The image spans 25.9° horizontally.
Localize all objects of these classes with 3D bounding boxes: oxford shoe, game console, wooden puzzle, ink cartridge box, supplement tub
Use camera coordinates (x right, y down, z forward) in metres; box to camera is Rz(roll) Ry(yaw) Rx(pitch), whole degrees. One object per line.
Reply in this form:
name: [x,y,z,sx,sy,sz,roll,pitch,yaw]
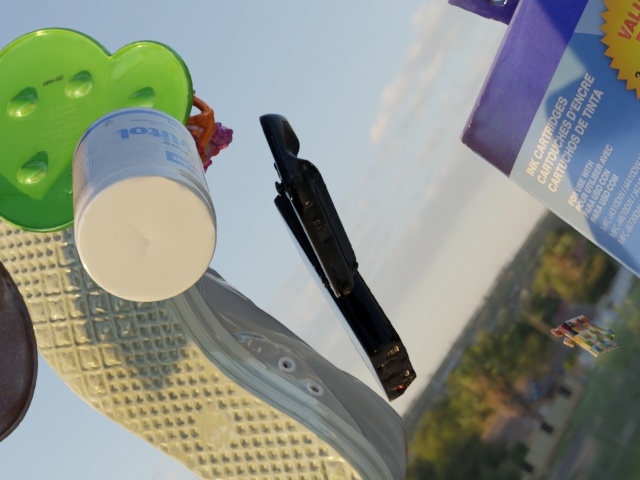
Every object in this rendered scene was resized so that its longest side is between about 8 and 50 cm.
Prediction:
oxford shoe: [-0.106,0.095,1.206,0.169,0.449,0.130,-58,-12,29]
game console: [0.000,0.000,1.316,0.044,0.213,0.361,-30,-33,-4]
wooden puzzle: [0.264,0.093,1.368,0.083,0.049,0.006,-13,-47,-51]
ink cartridge box: [0.278,-0.114,0.999,0.151,0.395,0.270,-33,-26,-38]
supplement tub: [-0.092,-0.021,0.713,0.071,0.071,0.107,-59,21,15]

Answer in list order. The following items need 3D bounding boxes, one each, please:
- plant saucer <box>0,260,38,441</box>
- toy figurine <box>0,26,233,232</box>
plant saucer: [-0.288,0.064,0.981,0.036,0.199,0.198,-30,8,30]
toy figurine: [-0.119,-0.070,0.930,0.173,0.130,0.159,-16,-11,25]
